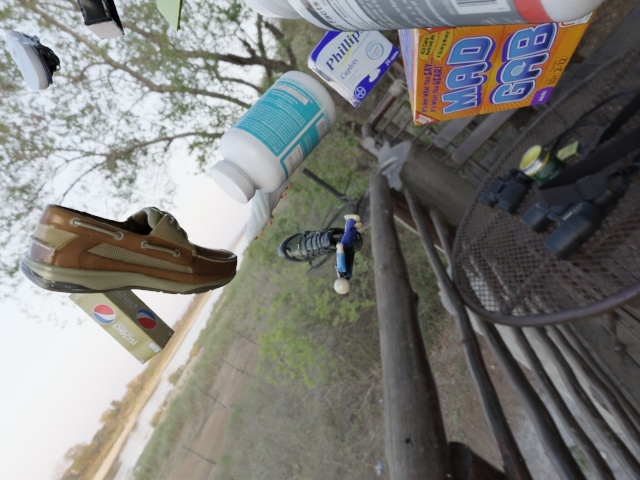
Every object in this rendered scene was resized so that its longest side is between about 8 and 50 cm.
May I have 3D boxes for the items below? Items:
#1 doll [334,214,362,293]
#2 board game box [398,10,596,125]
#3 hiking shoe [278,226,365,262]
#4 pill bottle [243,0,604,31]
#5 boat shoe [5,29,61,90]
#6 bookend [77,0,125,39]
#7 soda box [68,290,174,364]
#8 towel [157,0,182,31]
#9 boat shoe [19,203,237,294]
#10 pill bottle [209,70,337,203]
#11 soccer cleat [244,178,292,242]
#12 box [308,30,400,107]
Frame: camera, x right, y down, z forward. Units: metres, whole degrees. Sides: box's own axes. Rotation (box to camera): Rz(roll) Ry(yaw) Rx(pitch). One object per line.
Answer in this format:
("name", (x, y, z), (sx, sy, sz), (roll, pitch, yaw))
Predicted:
("doll", (0.060, 0.034, 0.993), (0.129, 0.046, 0.189), (63, -144, -63))
("board game box", (0.388, -0.560, 1.044), (0.356, 0.356, 0.357), (55, -151, -71))
("hiking shoe", (0.000, 0.000, 1.088), (0.114, 0.226, 0.086), (88, 171, -76))
("pill bottle", (0.072, -0.309, 0.386), (0.362, 0.210, 0.210), (22, 73, 39))
("boat shoe", (-0.592, -0.381, 0.889), (0.076, 0.228, 0.080), (-19, -45, -38))
("bookend", (-0.609, -0.651, 1.146), (0.072, 0.157, 0.156), (-16, 14, -9))
("soda box", (-0.361, 0.137, 0.776), (0.058, 0.181, 0.061), (-36, 15, 16))
("towel", (-0.433, -0.727, 1.223), (0.021, 0.102, 0.237), (-39, 2, -27))
("boat shoe", (-0.257, 0.011, 0.643), (0.324, 0.122, 0.120), (6, -81, -53))
("pill bottle", (-0.095, -0.197, 0.829), (0.264, 0.146, 0.146), (-51, 8, -20))
("soccer cleat", (-0.133, -0.083, 0.952), (0.068, 0.076, 0.196), (-27, 33, 56))
("box", (0.065, -0.364, 0.847), (0.126, 0.137, 0.072), (-51, 7, 7))
